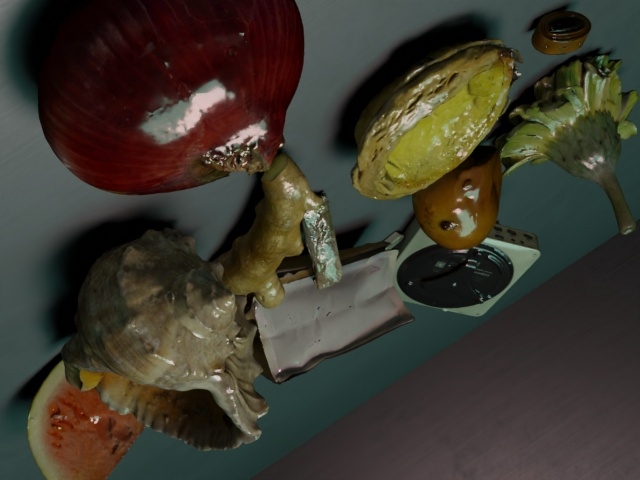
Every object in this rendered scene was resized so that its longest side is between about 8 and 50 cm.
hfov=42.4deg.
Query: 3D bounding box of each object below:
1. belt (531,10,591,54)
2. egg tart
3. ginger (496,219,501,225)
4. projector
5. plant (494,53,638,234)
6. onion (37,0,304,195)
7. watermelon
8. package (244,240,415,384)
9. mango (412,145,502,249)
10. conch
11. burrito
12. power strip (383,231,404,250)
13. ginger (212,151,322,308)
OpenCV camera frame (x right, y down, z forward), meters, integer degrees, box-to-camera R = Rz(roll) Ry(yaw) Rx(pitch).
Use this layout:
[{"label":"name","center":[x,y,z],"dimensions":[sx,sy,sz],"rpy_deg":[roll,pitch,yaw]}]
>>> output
[{"label":"belt","center":[0.340,-0.296,1.165],"dimensions":[0.083,0.059,0.036],"rpy_deg":[-16,155,-16]},{"label":"egg tart","center":[0.144,-0.169,1.111],"dimensions":[0.278,0.095,0.279],"rpy_deg":[-32,157,-16]},{"label":"ginger","center":[0.304,0.004,1.739],"dimensions":[0.157,0.102,0.216],"rpy_deg":[8,148,-22]},{"label":"projector","center":[0.268,0.056,1.658],"dimensions":[0.257,0.079,0.259],"rpy_deg":[13,141,-15]},{"label":"plant","center":[0.454,-0.187,1.414],"dimensions":[0.305,0.297,0.261],"rpy_deg":[-13,124,-13]},{"label":"onion","center":[-0.115,-0.135,0.707],"dimensions":[0.248,0.161,0.248],"rpy_deg":[-28,139,-28]},{"label":"watermelon","center":[-0.329,0.241,1.249],"dimensions":[0.303,0.159,0.128],"rpy_deg":[-53,180,11]},{"label":"package","center":[-0.017,0.085,1.403],"dimensions":[0.311,0.221,0.165],"rpy_deg":[-17,115,-35]},{"label":"mango","center":[0.237,-0.072,1.398],"dimensions":[0.136,0.167,0.236],"rpy_deg":[3,-159,25]},{"label":"conch","center":[-0.187,0.129,1.060],"dimensions":[0.210,0.297,0.352],"rpy_deg":[-46,-165,-29]},{"label":"burrito","center":[0.001,0.001,1.264],"dimensions":[0.051,0.042,0.171],"rpy_deg":[-23,122,-16]},{"label":"power strip","center":[0.125,0.012,1.597],"dimensions":[0.083,0.017,0.027],"rpy_deg":[-38,159,11]},{"label":"ginger","center":[-0.078,-0.005,1.141],"dimensions":[0.117,0.065,0.299],"rpy_deg":[17,140,-7]}]
